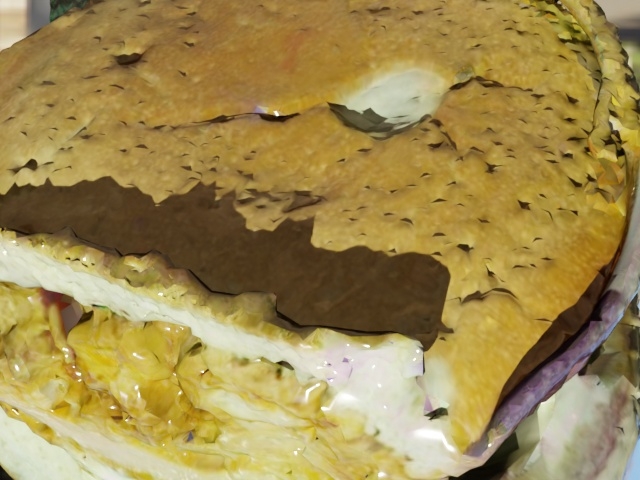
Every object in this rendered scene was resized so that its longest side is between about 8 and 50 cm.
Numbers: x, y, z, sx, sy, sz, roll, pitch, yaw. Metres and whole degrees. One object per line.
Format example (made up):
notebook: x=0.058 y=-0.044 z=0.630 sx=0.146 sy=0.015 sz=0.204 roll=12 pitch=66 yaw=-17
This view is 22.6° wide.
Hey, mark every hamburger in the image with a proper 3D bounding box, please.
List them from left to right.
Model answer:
hamburger: x=0.000 y=0.000 z=0.702 sx=0.318 sy=0.195 sz=0.277 roll=20 pitch=-127 yaw=27

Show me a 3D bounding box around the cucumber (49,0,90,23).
cucumber: x=-0.107 y=-0.146 z=1.084 sx=0.193 sy=0.086 sz=0.115 roll=6 pitch=146 yaw=45
